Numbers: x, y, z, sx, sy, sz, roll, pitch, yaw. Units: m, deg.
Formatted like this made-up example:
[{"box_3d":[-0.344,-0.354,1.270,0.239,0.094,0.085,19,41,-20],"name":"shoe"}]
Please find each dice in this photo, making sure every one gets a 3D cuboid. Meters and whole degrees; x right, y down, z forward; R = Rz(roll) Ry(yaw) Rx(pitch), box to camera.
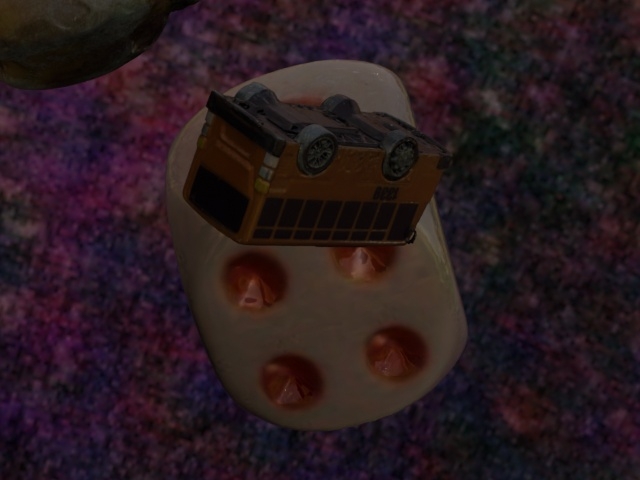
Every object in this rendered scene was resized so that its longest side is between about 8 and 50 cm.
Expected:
[{"box_3d":[0.000,0.000,1.475,0.277,0.304,0.304,-15,31,3],"name":"dice"}]

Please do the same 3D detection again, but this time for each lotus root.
[{"box_3d":[-0.185,-0.184,1.077,0.192,0.113,0.088,-21,58,-9],"name":"lotus root"}]

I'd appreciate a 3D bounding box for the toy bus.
[{"box_3d":[0.000,-0.052,1.077,0.201,0.114,0.098,1,27,-45],"name":"toy bus"}]
